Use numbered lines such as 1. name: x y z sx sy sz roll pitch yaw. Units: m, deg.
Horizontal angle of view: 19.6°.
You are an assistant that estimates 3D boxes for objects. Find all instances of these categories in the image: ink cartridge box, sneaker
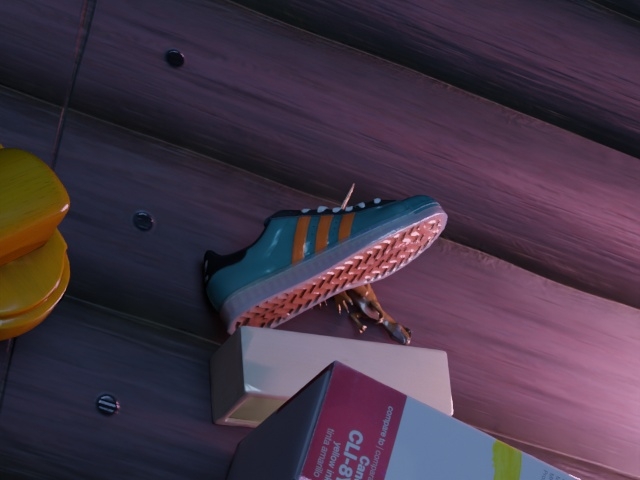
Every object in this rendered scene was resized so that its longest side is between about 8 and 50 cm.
1. ink cartridge box: 0.105 0.322 2.046 0.384 0.279 0.160 26 55 -13
2. sneaker: 0.000 0.000 2.232 0.302 0.108 0.121 -24 63 -9

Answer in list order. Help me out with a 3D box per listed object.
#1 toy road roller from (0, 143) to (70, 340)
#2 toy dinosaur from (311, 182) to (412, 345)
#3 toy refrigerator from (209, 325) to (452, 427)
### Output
1. toy road roller: -0.401 -0.043 2.008 0.202 0.240 0.329 -28 79 -36
2. toy dinosaur: 0.037 0.047 2.313 0.112 0.064 0.211 -23 86 -49
3. toy refrigerator: 0.013 0.177 2.192 0.269 0.102 0.094 8 60 -24
